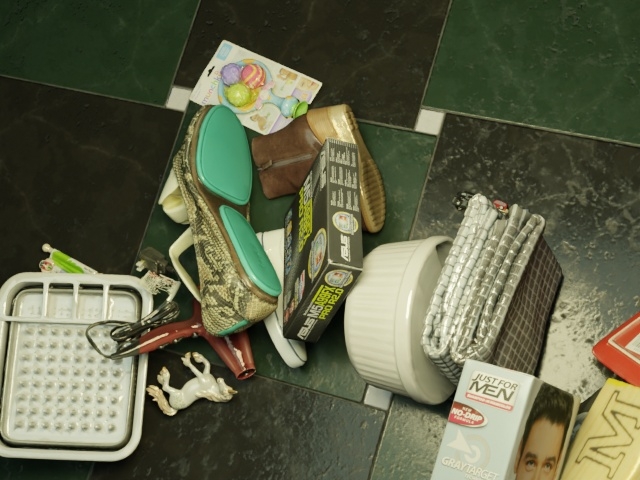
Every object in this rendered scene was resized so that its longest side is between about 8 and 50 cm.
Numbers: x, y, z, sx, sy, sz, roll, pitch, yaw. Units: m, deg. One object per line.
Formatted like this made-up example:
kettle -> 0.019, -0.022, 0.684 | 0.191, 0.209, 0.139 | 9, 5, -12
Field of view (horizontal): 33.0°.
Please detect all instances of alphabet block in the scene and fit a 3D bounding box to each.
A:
alphabet block -> 0.484, 0.341, 1.575 | 0.192, 0.193, 0.197 | 32, 85, -15

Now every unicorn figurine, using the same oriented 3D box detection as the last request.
unicorn figurine -> -0.221, 0.255, 1.910 | 0.162, 0.060, 0.111 | -35, 77, 19

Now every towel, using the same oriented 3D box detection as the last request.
towel -> 0.283, 0.100, 1.695 | 0.121, 0.235, 0.283 | 14, 72, 34

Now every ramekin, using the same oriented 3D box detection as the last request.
ramekin -> 0.142, 0.124, 1.737 | 0.127, 0.273, 0.272 | 3, 75, 30

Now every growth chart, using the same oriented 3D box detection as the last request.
growth chart -> -0.499, 0.141, 2.037 | 0.172, 0.021, 0.237 | 20, 82, 19

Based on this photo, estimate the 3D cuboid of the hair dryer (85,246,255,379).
hair dryer -> -0.239, 0.158, 1.900 | 0.294, 0.080, 0.223 | 24, 66, 11

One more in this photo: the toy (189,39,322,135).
toy -> -0.131, -0.289, 2.034 | 0.237, 0.056, 0.136 | 28, 83, 21

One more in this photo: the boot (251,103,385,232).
boot -> -0.004, -0.107, 1.946 | 0.207, 0.090, 0.248 | -21, 84, 28

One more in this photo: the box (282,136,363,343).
box -> 0.000, 0.000, 1.773 | 0.060, 0.216, 0.270 | 13, 49, -16

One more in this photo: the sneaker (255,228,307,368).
sneaker -> -0.054, 0.092, 1.883 | 0.091, 0.094, 0.258 | -21, 69, 14

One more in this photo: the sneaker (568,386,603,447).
sneaker -> 0.353, 0.293, 1.717 | 0.132, 0.086, 0.228 | 41, 90, 24

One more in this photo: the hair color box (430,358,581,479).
hair color box -> 0.242, 0.375, 1.546 | 0.114, 0.185, 0.374 | 12, 81, 37

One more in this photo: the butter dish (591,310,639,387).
butter dish -> 0.535, 0.189, 1.682 | 0.160, 0.118, 0.160 | -34, 29, -7

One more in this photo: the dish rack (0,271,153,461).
dish rack -> -0.447, 0.228, 1.948 | 0.286, 0.072, 0.332 | 2, 75, 3

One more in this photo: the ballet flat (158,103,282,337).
ballet flat -> -0.197, -0.036, 1.892 | 0.182, 0.164, 0.482 | -35, 48, 22

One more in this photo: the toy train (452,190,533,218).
toy train -> 0.305, -0.051, 1.859 | 0.158, 0.027, 0.036 | 21, 70, 21
